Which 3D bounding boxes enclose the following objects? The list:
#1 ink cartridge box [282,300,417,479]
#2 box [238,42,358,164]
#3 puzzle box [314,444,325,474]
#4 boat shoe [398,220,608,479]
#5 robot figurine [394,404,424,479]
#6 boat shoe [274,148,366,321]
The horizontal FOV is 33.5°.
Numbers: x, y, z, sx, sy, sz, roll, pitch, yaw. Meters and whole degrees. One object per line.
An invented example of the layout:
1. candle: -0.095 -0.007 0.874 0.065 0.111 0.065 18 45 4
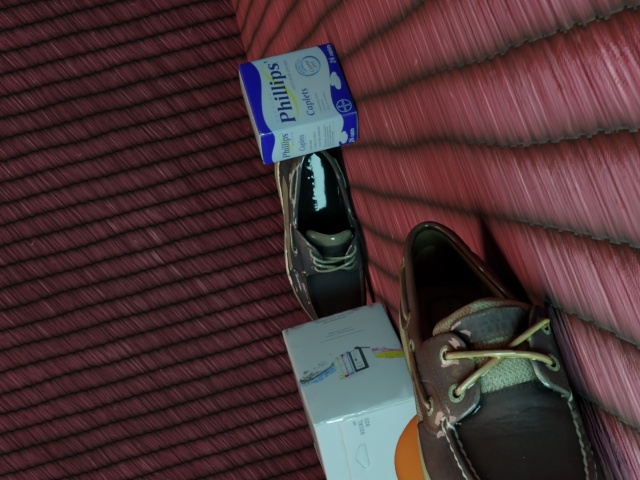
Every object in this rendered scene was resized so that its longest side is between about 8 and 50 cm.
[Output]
1. ink cartridge box: 0.059 0.243 1.612 0.233 0.168 0.171 -112 8 -55
2. box: -0.031 -0.189 1.460 0.072 0.137 0.126 85 168 -62
3. puzzle box: 0.118 0.503 1.828 0.272 0.052 0.409 49 -178 -16
4. boat shoe: 0.121 0.097 0.792 0.342 0.123 0.123 -102 -2 -58
5. robot figurine: 0.137 0.213 0.896 0.128 0.158 0.219 44 -169 -29
6. boat shoe: 0.000 0.000 1.749 0.130 0.132 0.355 -128 22 -78
